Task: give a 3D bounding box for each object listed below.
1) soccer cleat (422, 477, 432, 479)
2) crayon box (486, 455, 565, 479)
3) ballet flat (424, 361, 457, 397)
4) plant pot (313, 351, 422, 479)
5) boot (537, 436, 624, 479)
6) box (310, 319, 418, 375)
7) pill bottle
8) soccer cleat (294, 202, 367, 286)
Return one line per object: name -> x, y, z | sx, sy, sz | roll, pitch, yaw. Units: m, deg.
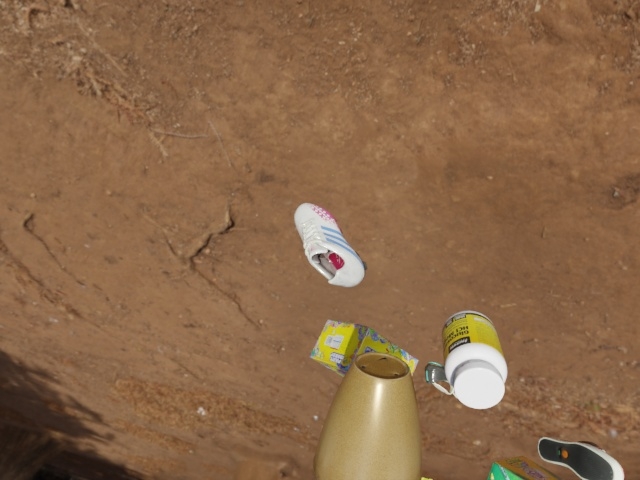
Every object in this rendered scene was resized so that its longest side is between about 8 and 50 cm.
soccer cleat -> 0.278, 0.718, 1.249 | 0.093, 0.121, 0.289 | 57, 172, -31
crayon box -> 0.682, 0.796, 1.492 | 0.165, 0.081, 0.278 | 20, 179, 45
ballet flat -> 0.521, 0.556, 1.769 | 0.280, 0.096, 0.095 | 21, 156, -13
plant pot -> 0.112, 0.378, 0.971 | 0.237, 0.254, 0.237 | 5, -167, -1
boot -> 0.740, 0.585, 1.216 | 0.176, 0.088, 0.244 | 10, 169, -14
box -> 0.167, 0.462, 1.784 | 0.279, 0.177, 0.290 | 35, 160, -23
pill bottle -> 0.495, 0.380, 1.478 | 0.188, 0.334, 0.188 | 4, 109, 11
soccer cleat -> 0.000, 0.000, 1.300 | 0.143, 0.331, 0.116 | 2, 129, -46
